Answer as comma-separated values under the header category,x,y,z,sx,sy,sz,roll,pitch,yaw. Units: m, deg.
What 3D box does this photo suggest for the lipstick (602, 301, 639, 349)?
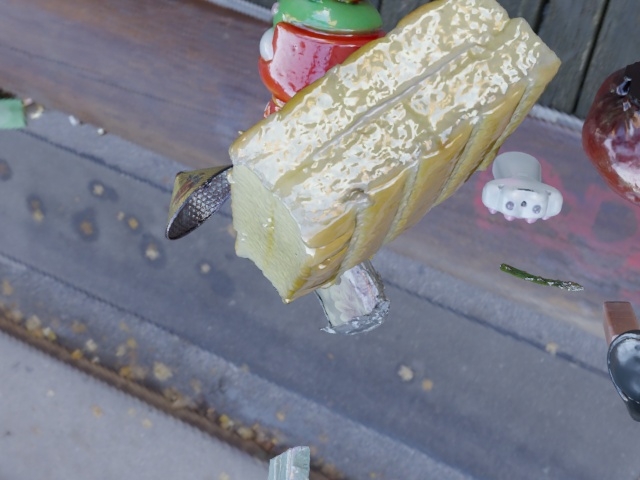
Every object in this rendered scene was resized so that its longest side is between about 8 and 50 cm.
category,x,y,z,sx,sy,sz,roll,pitch,yaw
lipstick,0.446,0.134,1.495,0.045,0.145,0.045,2,107,10

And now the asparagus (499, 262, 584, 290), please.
category,x,y,z,sx,sy,sz,roll,pitch,yaw
asparagus,0.294,0.051,1.356,0.016,0.016,0.163,34,172,-27

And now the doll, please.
category,x,y,z,sx,sy,sz,roll,pitch,yaw
doll,0.004,-0.262,1.374,0.160,0.183,0.363,27,117,15

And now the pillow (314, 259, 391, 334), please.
category,x,y,z,sx,sy,sz,roll,pitch,yaw
pillow,0.000,0.000,1.243,0.255,0.059,0.169,58,153,1

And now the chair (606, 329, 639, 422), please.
category,x,y,z,sx,sy,sz,roll,pitch,yaw
chair,0.393,0.115,1.105,0.095,0.222,0.104,39,133,31

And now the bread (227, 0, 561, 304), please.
category,x,y,z,sx,sy,sz,roll,pitch,yaw
bread,0.042,-0.064,0.812,0.111,0.239,0.246,52,168,10

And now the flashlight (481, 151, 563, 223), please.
category,x,y,z,sx,sy,sz,roll,pitch,yaw
flashlight,0.245,-0.067,1.247,0.093,0.200,0.047,7,109,5

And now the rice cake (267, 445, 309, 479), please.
category,x,y,z,sx,sy,sz,roll,pitch,yaw
rice cake,-0.054,0.418,1.484,0.040,0.226,0.085,15,159,-28

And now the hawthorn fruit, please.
category,x,y,z,sx,sy,sz,roll,pitch,yaw
hawthorn fruit,0.478,-0.137,1.426,0.190,0.189,0.251,-5,139,31

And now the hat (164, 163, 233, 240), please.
category,x,y,z,sx,sy,sz,roll,pitch,yaw
hat,-0.234,-0.093,1.836,0.082,0.193,0.193,44,128,9
